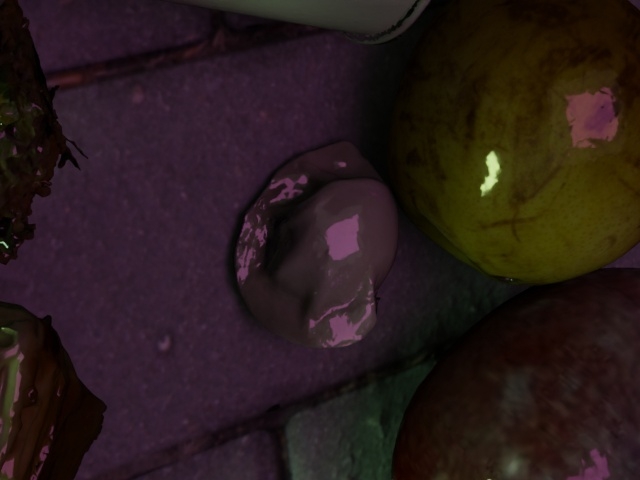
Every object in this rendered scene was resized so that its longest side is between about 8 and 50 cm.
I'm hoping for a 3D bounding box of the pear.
[{"bbox_3d":[0.192,-0.097,1.302,0.280,0.280,0.281,-6,101,-36],"label":"pear"}]

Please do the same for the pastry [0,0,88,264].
[{"bbox_3d":[-0.285,-0.088,0.983,0.274,0.193,0.275,-5,97,-40],"label":"pastry"}]

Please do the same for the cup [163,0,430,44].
[{"bbox_3d":[-0.064,-0.278,1.109,0.273,0.253,0.253,-2,98,-28],"label":"cup"}]

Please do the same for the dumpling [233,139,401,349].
[{"bbox_3d":[0.000,0.001,1.284,0.150,0.092,0.177,6,99,-24],"label":"dumpling"}]

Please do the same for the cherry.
[{"bbox_3d":[0.235,0.203,1.359,0.335,0.291,0.326,-49,128,-24],"label":"cherry"}]

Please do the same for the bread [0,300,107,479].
[{"bbox_3d":[-0.281,0.185,0.977,0.191,0.370,0.314,20,82,-1],"label":"bread"}]
